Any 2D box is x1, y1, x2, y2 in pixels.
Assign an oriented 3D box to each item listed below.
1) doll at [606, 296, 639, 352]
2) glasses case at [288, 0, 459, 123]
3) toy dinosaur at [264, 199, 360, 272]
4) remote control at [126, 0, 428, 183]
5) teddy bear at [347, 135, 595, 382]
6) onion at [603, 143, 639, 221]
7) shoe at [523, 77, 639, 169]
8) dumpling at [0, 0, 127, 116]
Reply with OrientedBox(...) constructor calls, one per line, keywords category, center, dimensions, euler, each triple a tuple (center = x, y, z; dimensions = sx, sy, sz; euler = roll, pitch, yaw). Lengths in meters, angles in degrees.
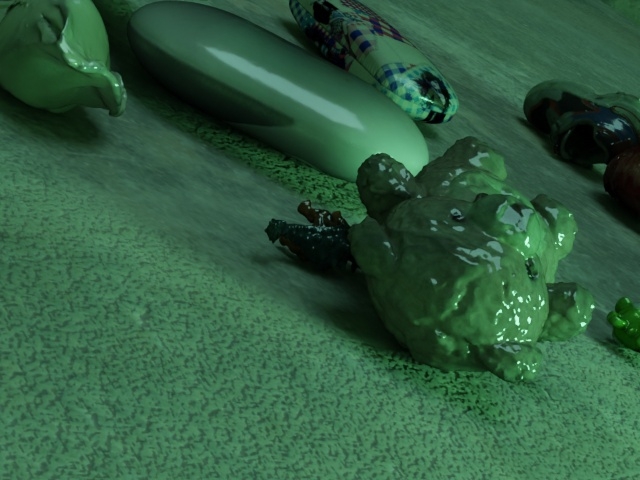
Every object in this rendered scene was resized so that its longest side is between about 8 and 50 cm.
OrientedBox(category="doll", center=(0.355, 0.098, 1.630), dimensions=(0.190, 0.050, 0.115), euler=(15, 29, -41))
OrientedBox(category="glasses case", center=(0.065, -0.244, 2.074), dimensions=(0.125, 0.076, 0.327), euler=(17, 22, -38))
OrientedBox(category="toy dinosaur", center=(0.000, 0.000, 1.367), dimensions=(0.055, 0.049, 0.154), euler=(45, 19, 32))
OrientedBox(category="remote control", center=(-0.042, -0.148, 1.612), dimensions=(0.332, 0.103, 0.221), euler=(28, 10, -2))
OrientedBox(category="teddy bear", center=(0.123, 0.013, 1.354), dimensions=(0.236, 0.151, 0.267), euler=(37, 14, 4))
OrientedBox(category="onion", center=(0.472, -0.080, 2.132), dimensions=(0.184, 0.147, 0.184), euler=(20, 6, -2))
OrientedBox(category="shoe", center=(0.366, -0.151, 2.282), dimensions=(0.227, 0.125, 0.099), euler=(14, -35, 46))
OrientedBox(category="dumpling", center=(-0.223, -0.155, 1.382), dimensions=(0.127, 0.108, 0.188), euler=(48, -8, -30))
